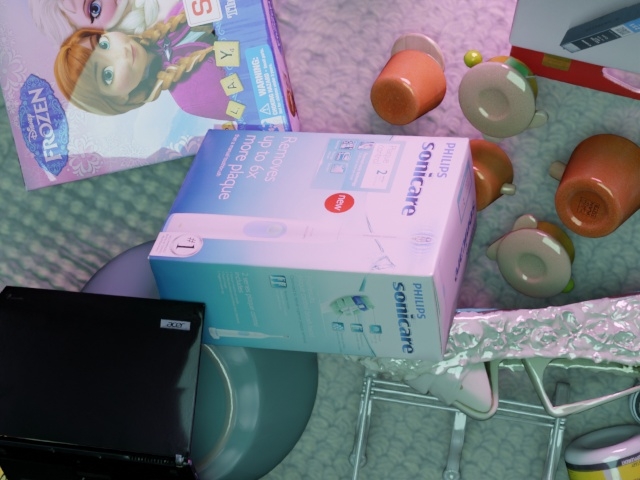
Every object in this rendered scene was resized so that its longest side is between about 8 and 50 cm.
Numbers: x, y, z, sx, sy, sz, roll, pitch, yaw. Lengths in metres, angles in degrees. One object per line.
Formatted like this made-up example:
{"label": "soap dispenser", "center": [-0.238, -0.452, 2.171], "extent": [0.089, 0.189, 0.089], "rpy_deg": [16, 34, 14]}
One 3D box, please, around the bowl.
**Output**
{"label": "bowl", "center": [-0.166, 0.162, 1.741], "extent": [0.311, 0.163, 0.312], "rpy_deg": [1, 99, 7]}

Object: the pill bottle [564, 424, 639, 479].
{"label": "pill bottle", "center": [0.339, 0.305, 1.718], "extent": [0.103, 0.103, 0.184], "rpy_deg": [-15, 96, 10]}

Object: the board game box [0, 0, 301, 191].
{"label": "board game box", "center": [-0.211, -0.241, 1.735], "extent": [0.318, 0.066, 0.319], "rpy_deg": [-12, 97, 10]}

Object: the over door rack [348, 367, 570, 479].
{"label": "over door rack", "center": [0.139, 0.303, 1.731], "extent": [0.239, 0.108, 0.324], "rpy_deg": [8, 79, 7]}

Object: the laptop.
{"label": "laptop", "center": [-0.219, 0.191, 1.646], "extent": [0.234, 0.137, 0.264], "rpy_deg": [5, 140, 17]}

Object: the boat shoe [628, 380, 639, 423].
{"label": "boat shoe", "center": [0.449, 0.157, 1.695], "extent": [0.228, 0.076, 0.080], "rpy_deg": [-15, 96, 10]}

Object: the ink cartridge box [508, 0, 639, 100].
{"label": "ink cartridge box", "center": [0.340, -0.193, 1.574], "extent": [0.296, 0.261, 0.066], "rpy_deg": [14, 61, 6]}

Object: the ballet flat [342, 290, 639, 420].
{"label": "ballet flat", "center": [0.216, 0.125, 1.658], "extent": [0.408, 0.147, 0.147], "rpy_deg": [-5, 98, -1]}

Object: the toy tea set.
{"label": "toy tea set", "center": [0.213, -0.108, 1.691], "extent": [0.336, 0.124, 0.200], "rpy_deg": [49, 131, -4]}

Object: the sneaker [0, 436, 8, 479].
{"label": "sneaker", "center": [-0.408, 0.255, 1.821], "extent": [0.147, 0.145, 0.385], "rpy_deg": [5, 100, -19]}

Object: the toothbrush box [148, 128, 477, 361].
{"label": "toothbrush box", "center": [0.000, 0.000, 1.616], "extent": [0.295, 0.216, 0.126], "rpy_deg": [5, 133, 16]}
